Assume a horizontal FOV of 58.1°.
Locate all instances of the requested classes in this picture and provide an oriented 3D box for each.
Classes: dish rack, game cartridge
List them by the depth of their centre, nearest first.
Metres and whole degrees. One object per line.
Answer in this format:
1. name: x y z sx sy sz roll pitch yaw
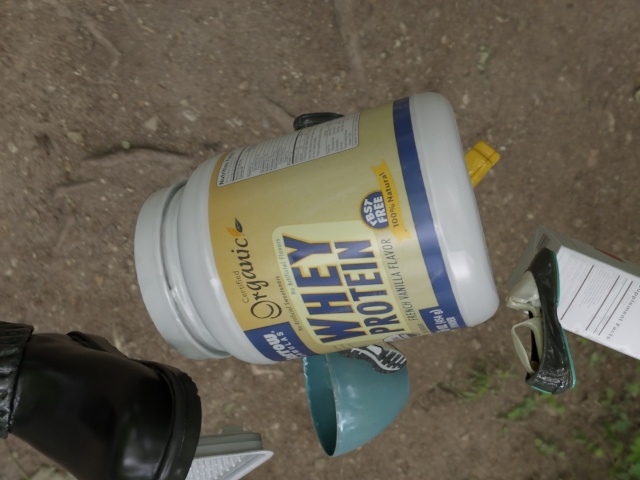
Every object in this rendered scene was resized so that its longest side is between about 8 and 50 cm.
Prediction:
1. game cartridge: 0.134 0.006 0.900 0.285 0.053 0.323 -46 174 -11
2. dish rack: -0.282 0.409 1.030 0.333 0.072 0.285 9 139 -38

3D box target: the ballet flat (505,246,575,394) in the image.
1. ballet flat: 0.399 0.139 1.062 0.096 0.280 0.095 1 152 2

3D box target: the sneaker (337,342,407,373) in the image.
1. sneaker: 0.062 0.126 0.696 0.109 0.043 0.040 31 116 -29

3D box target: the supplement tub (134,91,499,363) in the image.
1. supplement tub: 0.000 0.000 0.589 0.316 0.228 0.228 -14 131 16

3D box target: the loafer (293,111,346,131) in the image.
1. loafer: 0.039 -0.148 0.880 0.170 0.062 0.061 12 61 -13

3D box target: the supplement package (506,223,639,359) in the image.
1. supplement package: 0.615 0.112 1.321 0.293 0.177 0.175 22 108 -3

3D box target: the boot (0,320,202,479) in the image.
1. boot: -0.296 0.143 0.532 0.260 0.348 0.131 25 76 -41

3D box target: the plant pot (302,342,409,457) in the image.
1. plant pot: 0.087 0.322 1.307 0.195 0.290 0.290 -6 117 -14
